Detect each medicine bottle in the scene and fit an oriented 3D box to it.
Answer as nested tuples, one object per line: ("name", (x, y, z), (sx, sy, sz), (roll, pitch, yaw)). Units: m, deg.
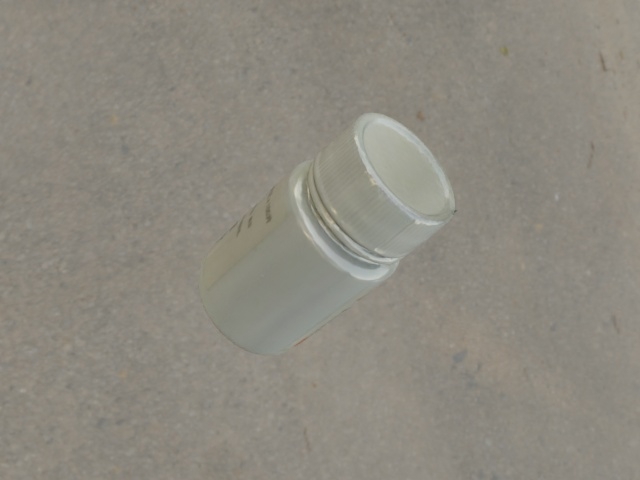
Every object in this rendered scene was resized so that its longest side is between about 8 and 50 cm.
("medicine bottle", (0.000, 0.000, 0.757), (0.144, 0.252, 0.145), (26, 44, -28))
